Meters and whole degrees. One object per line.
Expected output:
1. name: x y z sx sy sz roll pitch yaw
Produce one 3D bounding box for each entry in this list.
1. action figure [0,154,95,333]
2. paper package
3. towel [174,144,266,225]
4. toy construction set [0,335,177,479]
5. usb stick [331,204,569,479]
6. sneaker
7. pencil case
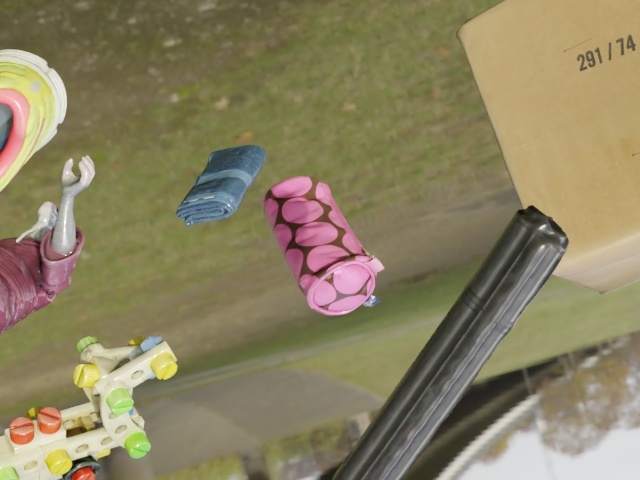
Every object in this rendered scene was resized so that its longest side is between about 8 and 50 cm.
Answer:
1. action figure: -0.360 0.066 1.296 0.248 0.275 0.370 -7 -166 25
2. paper package: 0.345 -0.142 1.180 0.325 0.309 0.168 -26 161 28
3. towel: -0.102 -0.061 1.227 0.067 0.029 0.119 -10 -151 25
4. toy construction set: -0.345 0.217 1.449 0.328 0.151 0.215 -3 133 -19
5. usb stick: 0.093 0.095 0.884 0.278 0.045 0.077 -57 -176 13
6. sneaker: -0.231 -0.028 0.638 0.208 0.081 0.094 -43 -163 1
7. pencil case: 0.000 0.000 1.455 0.098 0.209 0.095 -43 133 11
